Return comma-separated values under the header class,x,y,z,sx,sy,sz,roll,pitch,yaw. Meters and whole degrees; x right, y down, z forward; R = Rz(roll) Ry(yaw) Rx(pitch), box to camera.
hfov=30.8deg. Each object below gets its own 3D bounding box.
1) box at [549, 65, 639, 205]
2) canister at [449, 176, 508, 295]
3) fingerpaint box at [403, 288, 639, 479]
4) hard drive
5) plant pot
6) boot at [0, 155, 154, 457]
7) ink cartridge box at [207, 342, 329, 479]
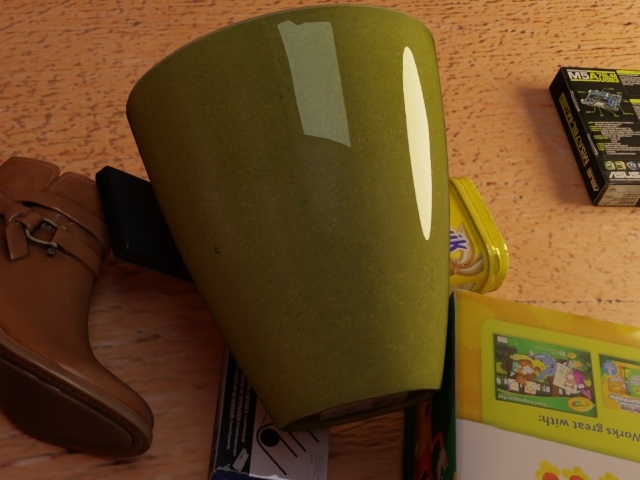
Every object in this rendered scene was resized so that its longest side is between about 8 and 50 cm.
class,x,y,z,sx,sy,sz,roll,pitch,yaw
box,0.384,-0.123,1.364,0.190,0.045,0.184,-1,51,-17
canister,0.084,0.005,1.153,0.169,0.073,0.126,-9,56,-21
fingerpaint box,0.295,0.272,0.954,0.444,0.163,0.371,11,50,-8
hard drive,-0.145,-0.010,1.075,0.135,0.022,0.094,23,40,-50
plant pot,0.000,0.000,0.970,0.274,0.275,0.294,-7,73,-22
boot,-0.227,0.049,1.017,0.283,0.109,0.220,24,46,11
ink cartridge box,-0.041,0.129,1.035,0.097,0.046,0.207,11,51,-10
